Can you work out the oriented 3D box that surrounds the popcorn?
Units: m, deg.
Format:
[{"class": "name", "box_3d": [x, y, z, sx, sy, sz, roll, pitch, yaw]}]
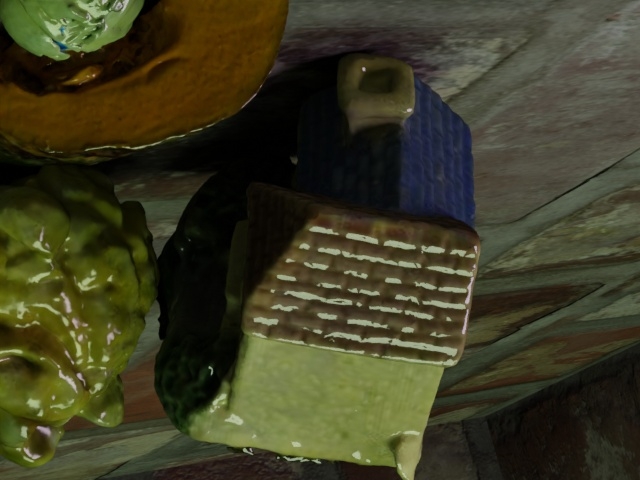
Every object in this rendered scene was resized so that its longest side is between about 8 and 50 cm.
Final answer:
[{"class": "popcorn", "box_3d": [-0.256, 0.055, 1.559, 0.250, 0.235, 0.241, -36, 139, 25]}]

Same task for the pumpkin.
[{"class": "pumpkin", "box_3d": [-0.152, -0.099, 1.316, 0.278, 0.111, 0.163, -14, 170, -7]}]

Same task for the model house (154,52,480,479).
[{"class": "model house", "box_3d": [0.000, 0.000, 1.526, 0.261, 0.321, 0.266, 9, 144, -7]}]

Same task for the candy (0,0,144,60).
[{"class": "candy", "box_3d": [-0.059, -0.212, 1.077, 0.335, 0.092, 0.093, -29, 124, 22]}]
